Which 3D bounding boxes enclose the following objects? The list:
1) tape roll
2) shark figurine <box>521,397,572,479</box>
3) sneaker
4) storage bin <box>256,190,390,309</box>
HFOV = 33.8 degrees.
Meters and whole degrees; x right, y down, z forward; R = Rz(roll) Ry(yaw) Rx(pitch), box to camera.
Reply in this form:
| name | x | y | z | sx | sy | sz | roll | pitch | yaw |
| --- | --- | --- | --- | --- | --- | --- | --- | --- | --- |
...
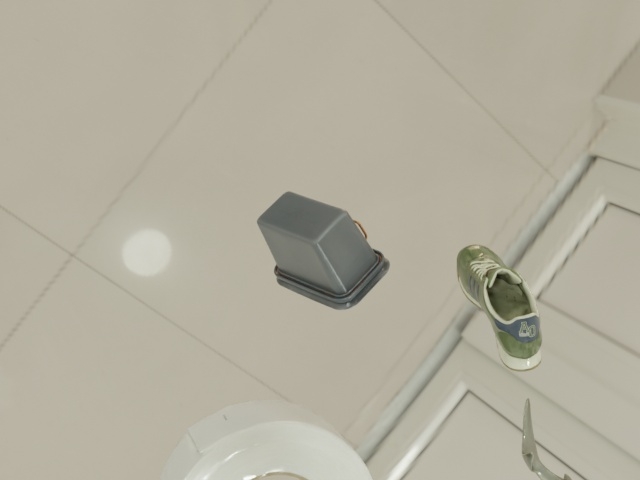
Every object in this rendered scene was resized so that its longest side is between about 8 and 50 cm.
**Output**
| name | x | y | z | sx | sy | sz | roll | pitch | yaw |
| --- | --- | --- | --- | --- | --- | --- | --- | --- | --- |
| tape roll | -0.072 | 0.355 | 1.382 | 0.286 | 0.100 | 0.286 | -3 | 101 | -16 |
| shark figurine | 0.370 | 0.308 | 1.301 | 0.116 | 0.278 | 0.166 | -51 | 149 | -36 |
| sneaker | 0.209 | 0.054 | 1.219 | 0.064 | 0.192 | 0.086 | -14 | 135 | -6 |
| storage bin | 0.000 | 0.000 | 1.158 | 0.098 | 0.135 | 0.091 | -45 | 129 | -21 |
